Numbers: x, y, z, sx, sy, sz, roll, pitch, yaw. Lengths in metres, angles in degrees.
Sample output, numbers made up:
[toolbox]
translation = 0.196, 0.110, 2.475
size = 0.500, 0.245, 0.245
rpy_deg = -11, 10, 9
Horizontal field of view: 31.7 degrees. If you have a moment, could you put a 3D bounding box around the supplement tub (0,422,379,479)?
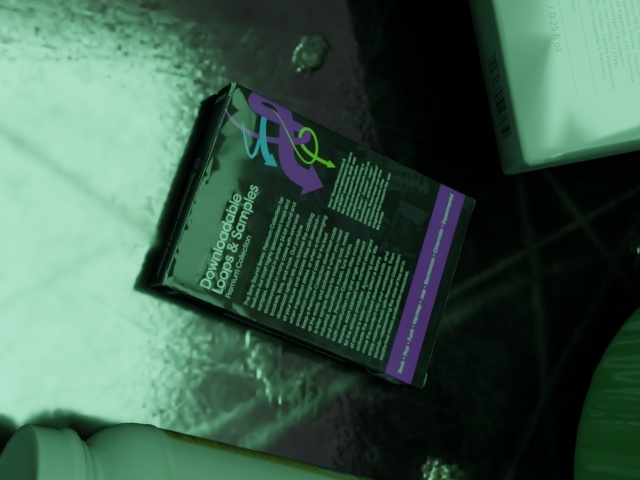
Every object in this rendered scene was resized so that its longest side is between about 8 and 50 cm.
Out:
[supplement tub]
translation = -0.052, 0.164, 0.508
size = 0.199, 0.144, 0.144
rpy_deg = 18, 77, -23

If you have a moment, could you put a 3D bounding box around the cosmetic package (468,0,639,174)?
[cosmetic package]
translation = 0.211, -0.249, 0.646
size = 0.284, 0.097, 0.377
rpy_deg = -11, 90, 2

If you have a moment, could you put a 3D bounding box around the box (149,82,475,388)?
[box]
translation = 0.000, 0.000, 0.615
size = 0.162, 0.029, 0.116
rpy_deg = 25, 74, -23

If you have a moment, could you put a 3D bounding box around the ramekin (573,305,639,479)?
[ramekin]
translation = 0.301, 0.147, 0.680
size = 0.303, 0.148, 0.304
rpy_deg = 3, 84, -26
